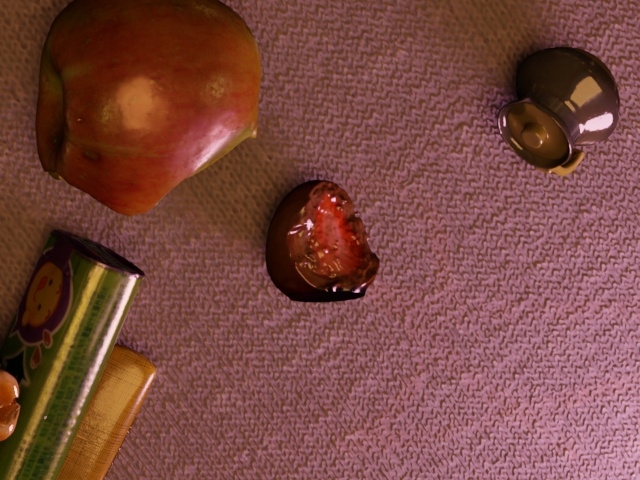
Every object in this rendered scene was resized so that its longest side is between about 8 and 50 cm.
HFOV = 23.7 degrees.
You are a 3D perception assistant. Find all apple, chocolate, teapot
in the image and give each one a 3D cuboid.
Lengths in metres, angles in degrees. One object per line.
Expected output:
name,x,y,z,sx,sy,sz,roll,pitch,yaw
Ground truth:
apple,-0.173,-0.146,1.582,0.226,0.246,0.246,-4,104,-23
chocolate,0.000,0.000,1.718,0.127,0.124,0.133,-2,76,20
teapot,0.273,-0.139,1.741,0.119,0.130,0.165,-47,142,-29

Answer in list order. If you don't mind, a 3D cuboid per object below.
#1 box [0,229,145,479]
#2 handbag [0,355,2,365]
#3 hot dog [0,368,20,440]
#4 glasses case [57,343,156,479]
box,-0.308,0.170,1.676,0.097,0.134,0.345,21,95,-37
handbag,-0.525,0.241,1.644,0.237,0.160,0.358,22,97,-24
hot dog,-0.429,0.172,1.537,0.249,0.076,0.102,-5,96,-26
glasses case,-0.266,0.227,1.740,0.079,0.064,0.234,28,97,2
